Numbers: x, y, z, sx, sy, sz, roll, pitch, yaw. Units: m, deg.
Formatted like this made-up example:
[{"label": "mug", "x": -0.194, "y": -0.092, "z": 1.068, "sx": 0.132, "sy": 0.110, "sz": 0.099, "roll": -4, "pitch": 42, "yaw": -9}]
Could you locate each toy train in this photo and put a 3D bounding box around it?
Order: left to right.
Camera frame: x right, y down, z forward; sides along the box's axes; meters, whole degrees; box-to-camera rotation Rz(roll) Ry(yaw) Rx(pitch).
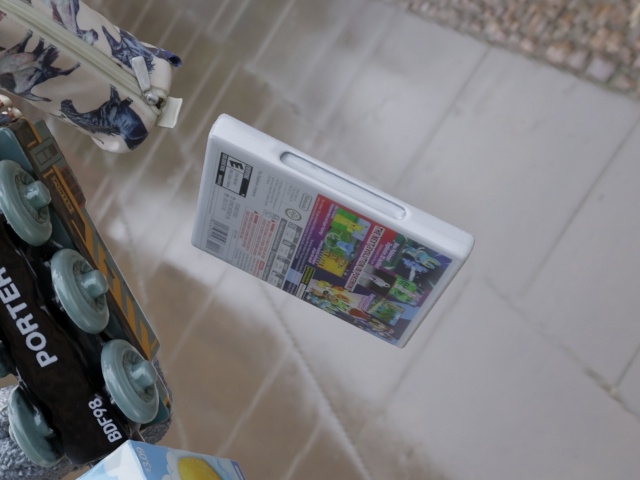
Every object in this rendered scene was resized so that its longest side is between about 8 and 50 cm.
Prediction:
[{"label": "toy train", "x": -0.236, "y": 0.045, "z": 1.190, "sx": 0.142, "sy": 0.334, "sz": 0.190, "roll": -26, "pitch": 12, "yaw": 13}]

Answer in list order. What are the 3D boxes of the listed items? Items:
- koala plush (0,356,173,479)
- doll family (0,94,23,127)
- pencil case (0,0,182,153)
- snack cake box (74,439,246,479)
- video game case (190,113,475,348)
[{"label": "koala plush", "x": -0.276, "y": 0.183, "z": 1.391, "sx": 0.221, "sy": 0.203, "sz": 0.196, "roll": -44, "pitch": -31, "yaw": -66}, {"label": "doll family", "x": -0.387, "y": -0.082, "z": 1.650, "sx": 0.076, "sy": 0.193, "sz": 0.111, "roll": 13, "pitch": 56, "yaw": 46}, {"label": "pencil case", "x": -0.358, "y": -0.255, "z": 1.685, "sx": 0.183, "sy": 0.410, "sz": 0.160, "roll": -1, "pitch": 67, "yaw": 41}, {"label": "snack cake box", "x": -0.079, "y": 0.285, "z": 1.000, "sx": 0.089, "sy": 0.152, "sz": 0.264, "roll": -38, "pitch": 61, "yaw": 15}, {"label": "video game case", "x": 0.000, "y": 0.000, "z": 0.956, "sx": 0.023, "sy": 0.183, "sz": 0.201, "roll": -63, "pitch": -2, "yaw": -23}]
